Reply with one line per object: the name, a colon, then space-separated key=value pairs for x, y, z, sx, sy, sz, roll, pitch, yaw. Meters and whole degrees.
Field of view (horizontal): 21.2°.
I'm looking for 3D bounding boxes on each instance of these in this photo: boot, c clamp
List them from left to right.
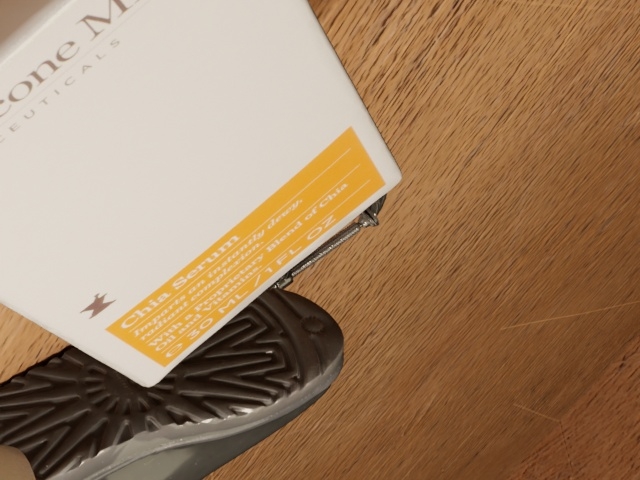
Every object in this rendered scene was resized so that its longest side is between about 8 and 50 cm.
boot: x=-0.159 y=0.268 z=1.541 sx=0.367 sy=0.146 sz=0.445 roll=-19 pitch=138 yaw=-20
c clamp: x=0.000 y=0.000 z=1.575 sx=0.160 sy=0.022 sz=0.137 roll=-37 pitch=156 yaw=-3

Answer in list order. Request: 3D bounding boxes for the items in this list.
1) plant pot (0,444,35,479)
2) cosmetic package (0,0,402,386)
plant pot: x=-0.289 y=0.241 z=0.958 sx=0.191 sy=0.284 sz=0.284 roll=13 pitch=134 yaw=-24
cosmetic package: x=-0.120 y=-0.084 z=0.943 sx=0.230 sy=0.161 sz=0.453 roll=-40 pitch=160 yaw=0
